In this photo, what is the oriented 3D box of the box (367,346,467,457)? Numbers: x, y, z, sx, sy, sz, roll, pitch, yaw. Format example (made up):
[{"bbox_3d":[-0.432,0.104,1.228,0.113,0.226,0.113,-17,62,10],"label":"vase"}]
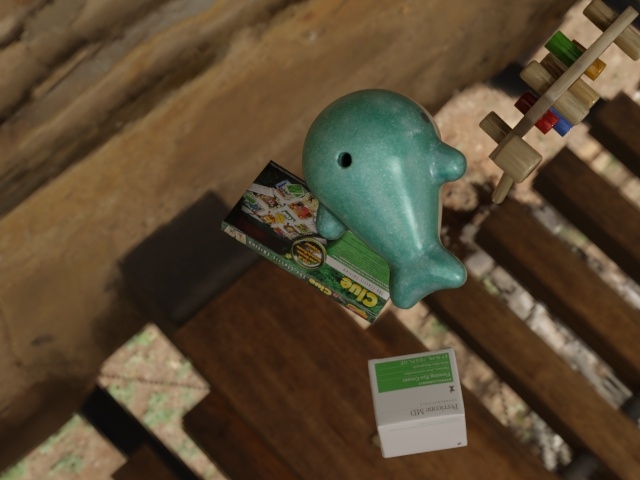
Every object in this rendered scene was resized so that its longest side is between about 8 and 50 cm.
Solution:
[{"bbox_3d":[0.110,0.185,1.333,0.101,0.087,0.102,-9,150,3],"label":"box"}]

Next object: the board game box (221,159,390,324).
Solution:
[{"bbox_3d":[0.000,0.000,1.695,0.136,0.259,0.030,-53,172,-34],"label":"board game box"}]

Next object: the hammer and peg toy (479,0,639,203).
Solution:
[{"bbox_3d":[0.369,-0.224,1.963,0.361,0.127,0.266,-45,175,-24],"label":"hammer and peg toy"}]

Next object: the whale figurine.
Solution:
[{"bbox_3d":[0.076,-0.052,1.425,0.216,0.272,0.141,-24,172,25],"label":"whale figurine"}]
